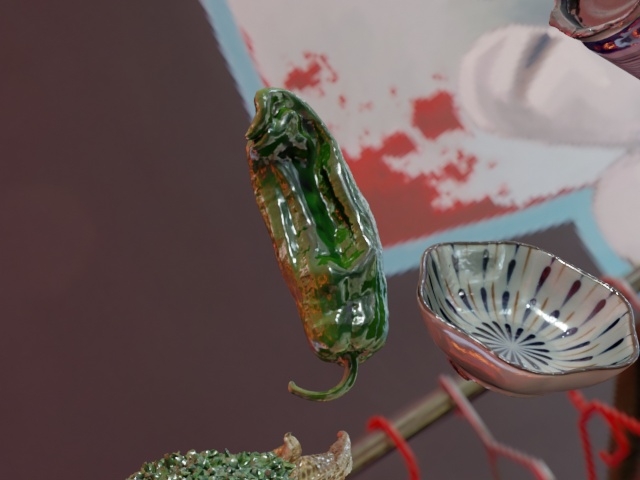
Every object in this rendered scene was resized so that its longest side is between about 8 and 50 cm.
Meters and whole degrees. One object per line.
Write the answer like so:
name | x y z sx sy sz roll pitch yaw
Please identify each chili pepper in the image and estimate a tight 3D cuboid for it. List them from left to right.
chili pepper | -0.002 -0.002 1.136 0.100 0.257 0.074 -9 -24 -24

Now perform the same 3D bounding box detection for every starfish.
starfish | -0.077 0.199 1.191 0.235 0.062 0.277 -10 -6 -14

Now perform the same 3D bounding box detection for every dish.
dish | 0.155 0.074 1.130 0.190 0.190 0.066 -17 -47 -43

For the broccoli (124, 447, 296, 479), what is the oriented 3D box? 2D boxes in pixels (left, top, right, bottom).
broccoli | -0.076 0.247 0.994 0.194 0.194 0.219 -32 14 -9

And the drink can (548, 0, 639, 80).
drink can | 0.218 -0.076 0.617 0.235 0.097 0.097 25 -51 -21
